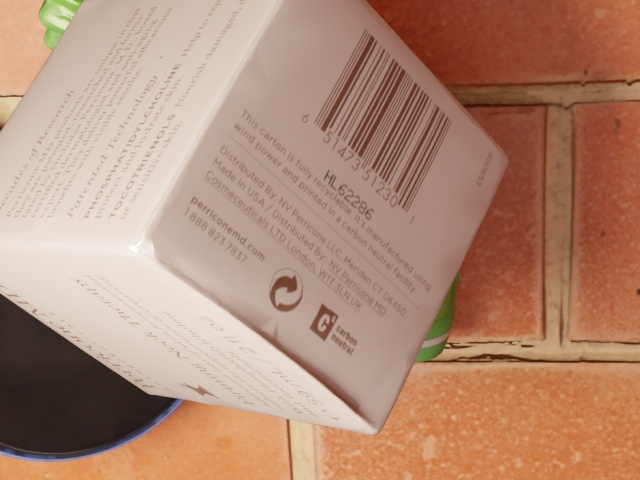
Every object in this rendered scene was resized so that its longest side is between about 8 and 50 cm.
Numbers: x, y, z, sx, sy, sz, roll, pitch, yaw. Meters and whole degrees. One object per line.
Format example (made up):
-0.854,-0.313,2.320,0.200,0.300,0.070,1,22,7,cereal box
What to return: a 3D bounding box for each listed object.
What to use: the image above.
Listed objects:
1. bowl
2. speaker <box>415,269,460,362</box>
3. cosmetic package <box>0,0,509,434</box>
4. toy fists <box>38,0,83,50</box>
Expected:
-0.294,0.083,1.515,0.391,0.077,0.391,-10,114,-23,bowl
0.101,-0.012,1.507,0.131,0.131,0.296,4,111,5,speaker
-0.099,-0.041,1.280,0.394,0.327,0.329,1,147,50,cosmetic package
-0.219,-0.323,1.437,0.142,0.096,0.279,21,113,-19,toy fists
